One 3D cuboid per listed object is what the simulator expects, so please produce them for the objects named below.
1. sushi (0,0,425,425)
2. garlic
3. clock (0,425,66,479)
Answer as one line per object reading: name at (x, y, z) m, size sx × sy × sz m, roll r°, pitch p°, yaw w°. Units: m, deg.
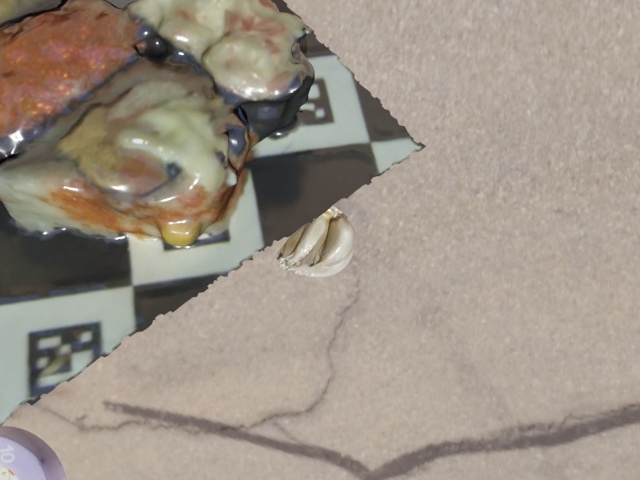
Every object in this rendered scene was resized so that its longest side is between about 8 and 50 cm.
sushi at (-0.146, -0.085, 0.394) m, size 0.292 × 0.294 × 0.059 m, roll 48°, pitch 159°, yaw 23°
garlic at (0.001, 0.005, 1.022) m, size 0.074 × 0.094 × 0.113 m, roll 30°, pitch 174°, yaw -17°
clock at (-0.317, 0.281, 0.855) m, size 0.172 × 0.064 × 0.198 m, roll -11°, pitch 91°, yaw 15°
